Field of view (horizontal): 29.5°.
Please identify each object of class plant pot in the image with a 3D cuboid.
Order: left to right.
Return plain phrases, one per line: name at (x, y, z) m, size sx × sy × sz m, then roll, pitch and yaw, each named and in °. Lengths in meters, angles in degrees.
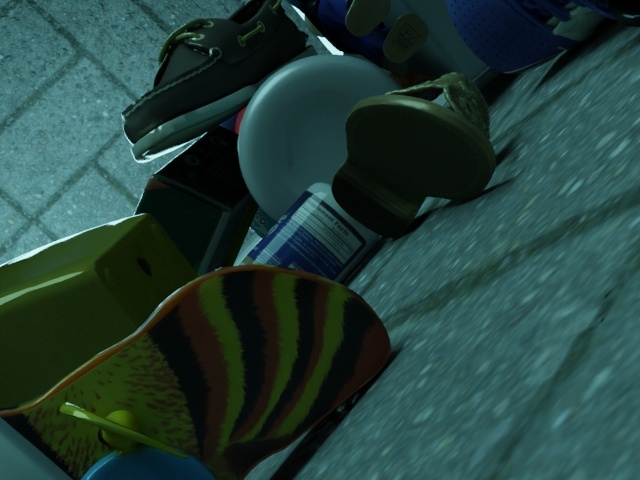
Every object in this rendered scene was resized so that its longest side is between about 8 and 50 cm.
plant pot at (-0.168, 0.101, 0.865) m, size 0.187 × 0.212 × 0.212 m, roll -33°, pitch 8°, yaw 15°

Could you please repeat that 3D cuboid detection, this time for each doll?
doll at (0.026, -0.177, 1.004) m, size 0.046 × 0.129 × 0.189 m, roll -57°, pitch 22°, yaw 1°

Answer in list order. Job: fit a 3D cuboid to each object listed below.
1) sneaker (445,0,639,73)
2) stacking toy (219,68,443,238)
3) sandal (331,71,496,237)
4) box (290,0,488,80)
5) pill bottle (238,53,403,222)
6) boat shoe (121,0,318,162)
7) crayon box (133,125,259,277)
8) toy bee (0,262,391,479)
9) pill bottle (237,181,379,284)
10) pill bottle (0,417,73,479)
sneaker at (0.152, -0.185, 0.694) m, size 0.182 × 0.127 × 0.315 m, roll -48°, pitch 6°, yaw -35°
stacking toy at (0.042, -0.129, 1.295) m, size 0.302 × 0.175 × 0.165 m, roll -29°, pitch 19°, yaw 27°
sandal at (0.066, -0.069, 0.758) m, size 0.079 × 0.088 × 0.240 m, roll -55°, pitch 2°, yaw -15°
box at (0.092, -0.285, 1.109) m, size 0.215 × 0.168 × 0.345 m, roll -44°, pitch 20°, yaw -5°
pill bottle at (0.008, -0.085, 1.061) m, size 0.146 × 0.146 × 0.264 m, roll -47°, pitch 4°, yaw 5°
boat shoe at (-0.103, -0.164, 1.162) m, size 0.117 × 0.096 × 0.324 m, roll -25°, pitch 9°, yaw 31°
crayon box at (-0.153, 0.061, 1.187) m, size 0.202 × 0.081 × 0.318 m, roll -57°, pitch -8°, yaw -69°
toy bee at (-0.114, 0.101, 0.531) m, size 0.298 × 0.162 × 0.195 m, roll -50°, pitch 7°, yaw -35°
pill bottle at (0.000, 0.000, 0.896) m, size 0.120 × 0.067 × 0.067 m, roll -48°, pitch 5°, yaw -6°
pill bottle at (-0.179, 0.185, 0.355) m, size 0.301 × 0.169 × 0.169 m, roll -49°, pitch 5°, yaw -14°
